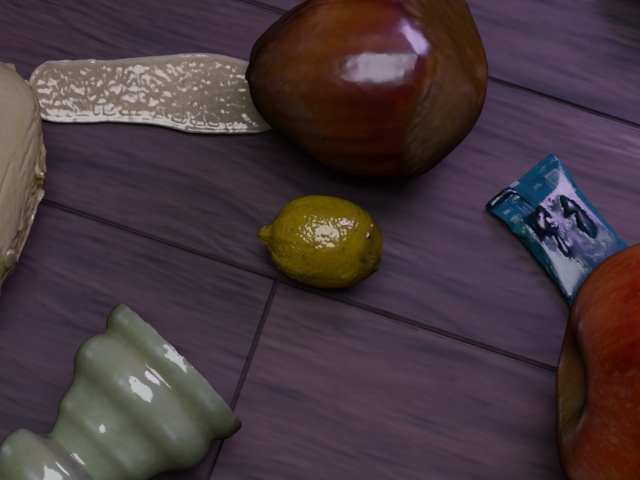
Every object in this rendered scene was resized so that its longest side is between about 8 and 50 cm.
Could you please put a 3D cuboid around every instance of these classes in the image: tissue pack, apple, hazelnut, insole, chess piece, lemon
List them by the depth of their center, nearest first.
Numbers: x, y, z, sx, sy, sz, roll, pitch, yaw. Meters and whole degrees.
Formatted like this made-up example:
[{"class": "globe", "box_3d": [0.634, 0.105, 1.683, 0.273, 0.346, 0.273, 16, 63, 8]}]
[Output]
[{"class": "chess piece", "box_3d": [-0.201, 0.189, 1.526, 0.144, 0.144, 0.251, 42, 78, 11]}, {"class": "apple", "box_3d": [0.317, 0.122, 1.527, 0.241, 0.242, 0.242, 5, 70, -4]}, {"class": "lemon", "box_3d": [0.000, 0.000, 1.630, 0.111, 0.082, 0.082, 13, 70, 1]}, {"class": "hazelnut", "box_3d": [0.043, -0.139, 1.644, 0.186, 0.210, 0.210, 44, 72, -13]}, {"class": "tissue pack", "box_3d": [0.220, -0.005, 1.676, 0.085, 0.028, 0.138, -36, 79, -15]}, {"class": "insole", "box_3d": [-0.142, -0.135, 1.707, 0.248, 0.011, 0.081, 1, 70, -3]}]

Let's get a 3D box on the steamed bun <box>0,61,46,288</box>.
[{"class": "steamed bun", "box_3d": [-0.354, -0.059, 1.583, 0.232, 0.166, 0.273, 14, 70, 3]}]
